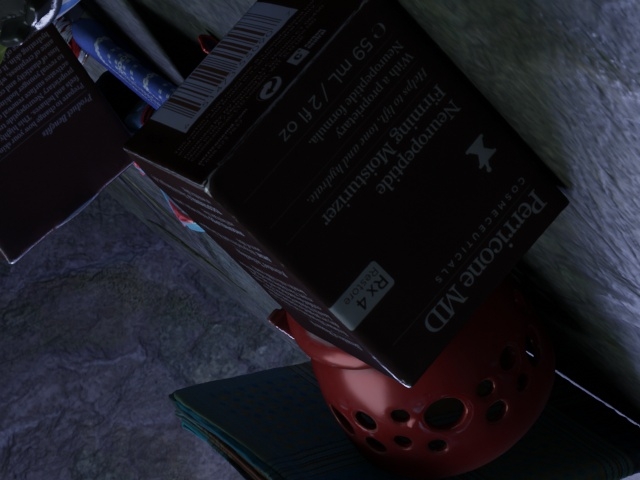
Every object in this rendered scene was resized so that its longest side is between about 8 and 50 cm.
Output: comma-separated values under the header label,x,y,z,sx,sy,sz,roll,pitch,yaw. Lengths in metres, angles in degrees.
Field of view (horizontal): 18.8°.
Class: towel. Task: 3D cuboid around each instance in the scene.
label,x,y,z,sx,sy,sz,roll,pitch,yaw
towel,-0.073,-0.093,1.840,0.336,0.040,0.243,35,178,31
towel,0.089,0.172,1.702,0.370,0.040,0.271,-10,-149,-36

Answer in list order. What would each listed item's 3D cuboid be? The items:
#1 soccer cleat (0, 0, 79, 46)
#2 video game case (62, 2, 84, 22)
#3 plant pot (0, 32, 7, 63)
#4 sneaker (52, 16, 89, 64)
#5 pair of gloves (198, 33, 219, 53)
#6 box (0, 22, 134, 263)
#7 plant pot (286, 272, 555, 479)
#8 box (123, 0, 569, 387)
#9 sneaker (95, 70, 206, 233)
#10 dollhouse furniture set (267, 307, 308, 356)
label,x,y,z,sx,sy,sz,roll,pitch,yaw
soccer cleat,-0.144,-0.238,1.229,0.116,0.143,0.331,38,150,-19
video game case,-0.364,-0.335,2.063,0.193,0.023,0.212,36,170,36
plant pot,-0.332,-0.268,1.537,0.254,0.276,0.276,30,173,-4
sneaker,-0.282,-0.233,2.168,0.067,0.042,0.118,39,175,-11
pair of gloves,-0.031,-0.104,1.715,0.198,0.023,0.159,38,172,28
box,-0.374,-0.184,1.997,0.143,0.191,0.381,20,147,59
plant pot,0.076,0.070,1.572,0.191,0.191,0.174,33,160,48
box,0.014,-0.044,1.266,0.203,0.168,0.167,44,171,-24
sneaker,-0.163,-0.102,2.088,0.262,0.104,0.125,35,168,37
dollhouse furniture set,-0.005,0.214,2.086,0.152,0.374,0.201,42,172,-39
